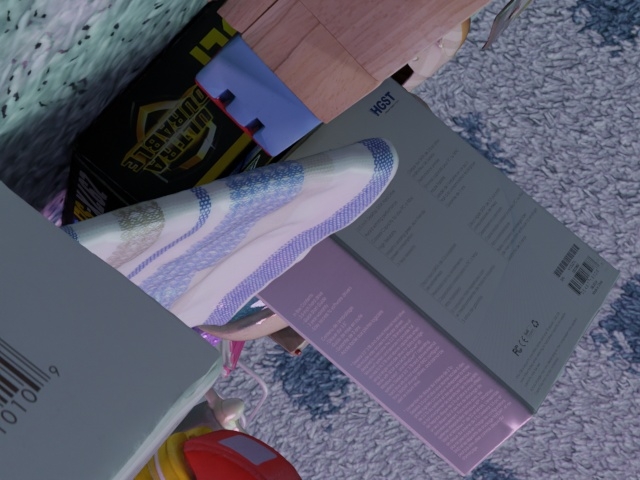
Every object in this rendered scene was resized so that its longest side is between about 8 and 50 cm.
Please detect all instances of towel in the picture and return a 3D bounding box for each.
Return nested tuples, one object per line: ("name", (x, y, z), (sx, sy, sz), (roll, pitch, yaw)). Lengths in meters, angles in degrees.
("towel", (-0.104, 0.028, 0.799), (0.285, 0.034, 0.209), (-19, 166, -44))

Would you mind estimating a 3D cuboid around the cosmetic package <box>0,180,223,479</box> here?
("cosmetic package", (-0.223, 0.163, 0.638), (0.217, 0.156, 0.385), (-50, 178, -45))

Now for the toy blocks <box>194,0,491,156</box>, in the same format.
("toy blocks", (0.057, -0.176, 0.634), (0.381, 0.191, 0.261), (-49, -171, -28))

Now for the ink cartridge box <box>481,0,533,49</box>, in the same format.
("ink cartridge box", (0.189, -0.310, 1.263), (0.272, 0.130, 0.309), (-48, 178, 4))

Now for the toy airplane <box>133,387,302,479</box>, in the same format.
("toy airplane", (-0.233, 0.270, 1.664), (0.384, 0.272, 0.386), (-11, 180, -11))

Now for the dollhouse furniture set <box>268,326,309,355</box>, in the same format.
("dollhouse furniture set", (-0.028, -0.003, 1.569), (0.184, 0.129, 0.129), (-49, 149, -9))

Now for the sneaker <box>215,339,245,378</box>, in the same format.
("sneaker", (-0.142, 0.098, 1.808), (0.252, 0.111, 0.103), (122, -11, -70))

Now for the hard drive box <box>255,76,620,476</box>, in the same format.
("hard drive box", (0.069, 0.015, 1.042), (0.089, 0.232, 0.181), (-50, 177, 42))

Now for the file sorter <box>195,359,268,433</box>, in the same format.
("file sorter", (-0.226, 0.263, 2.040), (0.278, 0.193, 0.173), (-48, 174, -39))

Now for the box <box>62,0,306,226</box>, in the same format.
("box", (-0.035, -0.103, 0.978), (0.322, 0.079, 0.257), (-49, 176, -20))

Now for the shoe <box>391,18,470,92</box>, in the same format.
("shoe", (0.073, -0.167, 1.361), (0.058, 0.076, 0.219), (-55, -177, -24))

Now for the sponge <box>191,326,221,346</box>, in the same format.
("sponge", (-0.064, -0.002, 1.407), (0.031, 0.117, 0.210), (21, 127, -44))

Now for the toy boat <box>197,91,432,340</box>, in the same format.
("toy boat", (0.000, 0.000, 1.206), (0.267, 0.318, 0.148), (-39, 137, 7))
